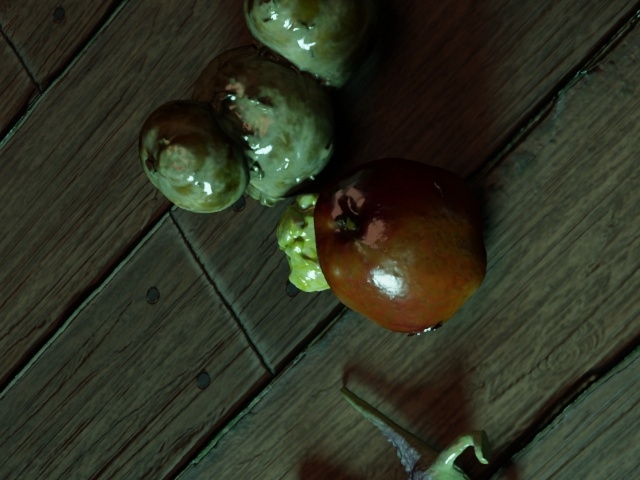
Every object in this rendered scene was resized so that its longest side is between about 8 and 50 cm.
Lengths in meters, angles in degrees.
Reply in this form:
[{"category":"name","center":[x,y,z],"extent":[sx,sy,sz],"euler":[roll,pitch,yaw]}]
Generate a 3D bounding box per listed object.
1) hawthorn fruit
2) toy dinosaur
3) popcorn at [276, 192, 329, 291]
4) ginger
[{"category":"hawthorn fruit","center":[0.076,-0.002,1.997],"extent":[0.185,0.202,0.185],"euler":[-11,69,32]},{"category":"toy dinosaur","center":[0.104,0.248,2.018],"extent":[0.200,0.072,0.251],"euler":[-20,69,31]},{"category":"popcorn","center":[0.000,0.002,2.129],"extent":[0.097,0.089,0.109],"euler":[-3,91,1]},{"category":"ginger","center":[-0.041,-0.187,2.108],"extent":[0.176,0.256,0.375],"euler":[32,89,26]}]
